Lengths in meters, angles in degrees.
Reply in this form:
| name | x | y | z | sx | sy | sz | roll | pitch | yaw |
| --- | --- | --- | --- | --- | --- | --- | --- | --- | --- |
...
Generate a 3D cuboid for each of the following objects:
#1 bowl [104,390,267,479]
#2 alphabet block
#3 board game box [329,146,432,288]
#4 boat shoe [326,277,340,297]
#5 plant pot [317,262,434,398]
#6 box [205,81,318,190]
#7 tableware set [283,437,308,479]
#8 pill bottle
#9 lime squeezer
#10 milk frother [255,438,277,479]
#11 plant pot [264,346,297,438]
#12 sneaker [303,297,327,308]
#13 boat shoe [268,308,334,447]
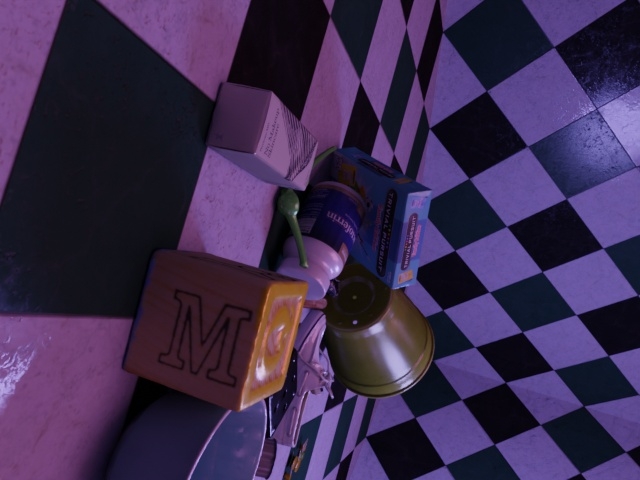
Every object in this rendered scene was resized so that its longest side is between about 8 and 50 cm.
| name | x | y | z | sx | sy | sz | roll | pitch | yaw |
| --- | --- | --- | --- | --- | --- | --- | --- | --- | --- |
| bowl | -0.226 | 0.370 | 0.925 | 0.311 | 0.163 | 0.312 | 16 | 90 | -74 |
| alphabet block | -0.155 | 0.131 | 0.902 | 0.192 | 0.197 | 0.194 | 8 | 96 | -73 |
| board game box | 0.133 | -0.069 | 1.484 | 0.079 | 0.336 | 0.254 | -10 | 120 | -28 |
| boat shoe | 0.006 | 0.105 | 1.597 | 0.183 | 0.083 | 0.065 | 66 | 41 | -64 |
| plant pot | 0.152 | 0.260 | 1.817 | 0.367 | 0.366 | 0.353 | -67 | 150 | -28 |
| box | -0.093 | -0.175 | 1.026 | 0.275 | 0.094 | 0.113 | 21 | 83 | -74 |
| tableware set | -0.085 | 0.747 | 1.945 | 0.154 | 0.024 | 0.104 | -46 | 149 | -61 |
| pill bottle | 0.000 | 0.000 | 1.372 | 0.153 | 0.153 | 0.265 | 80 | 29 | -54 |
| lime squeezer | -0.035 | -0.103 | 1.271 | 0.059 | 0.109 | 0.311 | -35 | -142 | 61 |
| milk frother | -0.162 | 0.412 | 1.215 | 0.129 | 0.134 | 0.143 | -164 | -89 | -76 |
| plant pot | -0.143 | 0.270 | 1.111 | 0.187 | 0.166 | 0.188 | -55 | 152 | -51 |
| sneaker | -0.044 | 0.160 | 1.573 | 0.118 | 0.067 | 0.042 | 18 | 88 | -43 |
| boat shoe | -0.029 | 0.376 | 1.533 | 0.136 | 0.156 | 0.367 | 54 | 57 | -71 |
